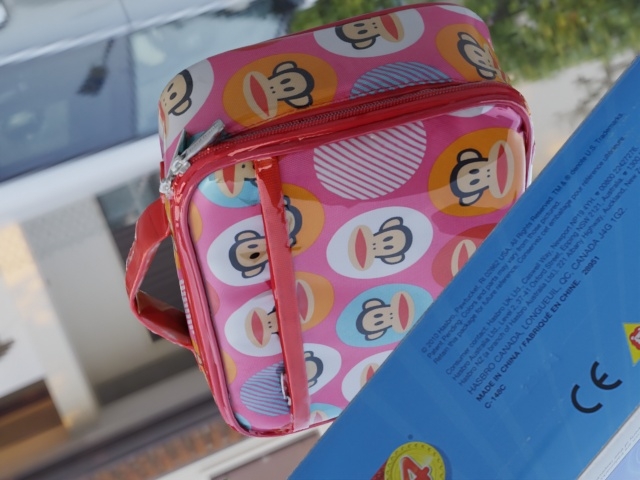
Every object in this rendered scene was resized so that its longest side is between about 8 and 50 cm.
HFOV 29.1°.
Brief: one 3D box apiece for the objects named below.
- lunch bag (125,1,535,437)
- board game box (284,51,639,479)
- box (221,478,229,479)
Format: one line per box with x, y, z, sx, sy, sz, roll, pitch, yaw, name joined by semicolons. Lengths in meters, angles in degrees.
0.000;0.000;0.797;0.258;0.293;0.120;-14;-132;-6;lunch bag
0.113;0.119;0.537;0.308;0.086;0.302;-50;146;1;board game box
-0.151;0.275;1.050;0.178;0.042;0.109;-11;-134;-13;box
